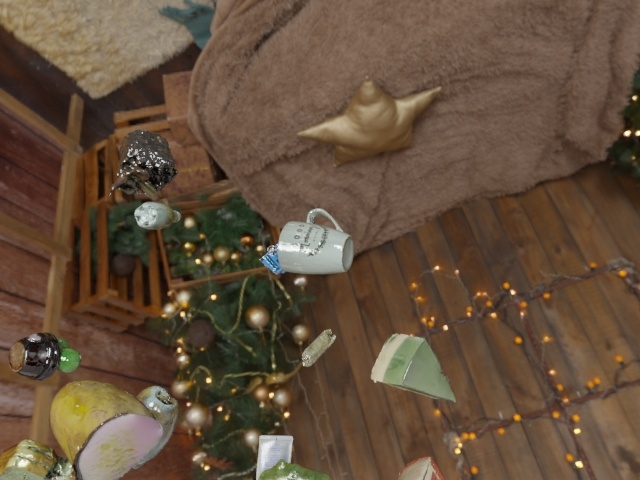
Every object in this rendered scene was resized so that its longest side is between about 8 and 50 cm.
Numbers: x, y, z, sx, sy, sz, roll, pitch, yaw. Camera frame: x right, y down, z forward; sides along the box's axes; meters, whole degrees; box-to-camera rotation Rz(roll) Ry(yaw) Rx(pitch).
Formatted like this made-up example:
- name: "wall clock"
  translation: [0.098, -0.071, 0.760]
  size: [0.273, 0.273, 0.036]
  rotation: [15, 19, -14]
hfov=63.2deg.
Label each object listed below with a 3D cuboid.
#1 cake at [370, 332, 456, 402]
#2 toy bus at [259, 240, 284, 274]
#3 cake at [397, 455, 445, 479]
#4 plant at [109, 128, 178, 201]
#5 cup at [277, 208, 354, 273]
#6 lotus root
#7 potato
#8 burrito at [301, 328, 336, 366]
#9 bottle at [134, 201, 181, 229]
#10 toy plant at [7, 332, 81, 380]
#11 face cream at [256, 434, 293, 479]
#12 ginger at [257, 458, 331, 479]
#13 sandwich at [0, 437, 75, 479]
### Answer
- name: "cake"
  translation: [0.301, 0.469, 1.692]
  size: [0.172, 0.283, 0.158]
  rotation: [-42, -158, -29]
- name: "toy bus"
  translation: [-0.156, 0.050, 2.374]
  size: [0.234, 0.133, 0.116]
  rotation: [-42, 179, -2]
- name: "cake"
  translation: [0.365, 0.922, 1.827]
  size: [0.160, 0.262, 0.158]
  rotation: [-25, -175, 30]
- name: "plant"
  translation: [-0.596, -0.252, 1.772]
  size: [0.204, 0.234, 0.178]
  rotation: [13, 136, -33]
- name: "cup"
  translation: [0.000, 0.000, 1.874]
  size: [0.234, 0.258, 0.186]
  rotation: [5, 153, 21]
- name: "lotus root"
  translation: [-0.549, 0.598, 1.611]
  size: [0.322, 0.158, 0.140]
  rotation: [-61, 161, 17]
- name: "potato"
  translation: [-0.546, 0.437, 1.276]
  size: [0.229, 0.266, 0.229]
  rotation: [-26, 131, -34]
- name: "burrito"
  translation: [-0.008, 0.339, 1.648]
  size: [0.045, 0.058, 0.188]
  rotation: [-15, -166, 37]
- name: "bottle"
  translation: [-0.491, -0.075, 1.616]
  size: [0.083, 0.083, 0.270]
  rotation: [-17, 180, 4]
- name: "toy plant"
  translation: [-1.014, 0.427, 1.930]
  size: [0.218, 0.175, 0.235]
  rotation: [14, 176, 34]
- name: "face cream"
  translation: [-0.152, 0.744, 1.671]
  size: [0.114, 0.224, 0.070]
  rotation: [-2, 147, 9]
- name: "ginger"
  translation: [-0.035, 0.719, 1.482]
  size: [0.290, 0.089, 0.137]
  rotation: [26, 110, -2]
- name: "sandwich"
  translation: [-0.798, 0.690, 1.539]
  size: [0.273, 0.095, 0.249]
  rotation: [36, 130, -22]
